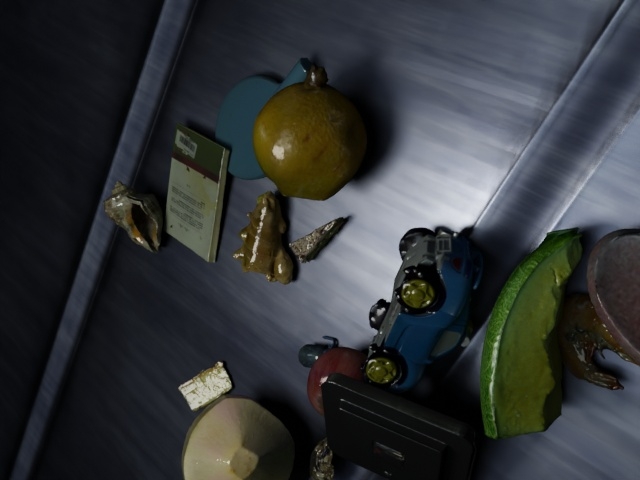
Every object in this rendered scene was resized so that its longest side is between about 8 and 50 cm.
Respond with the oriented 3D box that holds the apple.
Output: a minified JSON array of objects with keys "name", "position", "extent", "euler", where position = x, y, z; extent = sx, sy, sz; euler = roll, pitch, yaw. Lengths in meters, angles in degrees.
[{"name":"apple","position":[0.051,0.277,1.233],"extent":[0.153,0.120,0.153],"euler":[17,134,18]}]

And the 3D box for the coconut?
[{"name":"coconut","position":[-0.175,0.461,1.362],"extent":[0.259,0.259,0.259],"euler":[6,100,38]}]

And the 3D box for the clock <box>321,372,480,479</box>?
[{"name":"clock","position":[0.130,0.362,1.123],"extent":[0.279,0.049,0.273],"euler":[18,140,22]}]

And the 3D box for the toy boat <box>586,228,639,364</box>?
[{"name":"toy boat","position":[0.473,0.086,0.903],"extent":[0.155,0.085,0.227],"euler":[-37,74,11]}]

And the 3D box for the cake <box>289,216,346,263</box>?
[{"name":"cake","position":[0.000,0.000,1.293],"extent":[0.140,0.051,0.055],"euler":[-30,77,39]}]

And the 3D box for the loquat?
[{"name":"loquat","position":[-0.017,-0.203,1.183],"extent":[0.213,0.213,0.246],"euler":[28,123,33]}]

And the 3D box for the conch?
[{"name":"conch","position":[-0.461,-0.056,1.608],"extent":[0.207,0.130,0.155],"euler":[68,162,-9]}]

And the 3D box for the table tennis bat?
[{"name":"table tennis bat","position":[-0.121,-0.265,1.364],"extent":[0.329,0.044,0.215],"euler":[-39,70,38]}]

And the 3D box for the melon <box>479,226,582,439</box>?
[{"name":"melon","position":[0.321,0.135,0.983],"extent":[0.124,0.196,0.323],"euler":[8,94,24]}]

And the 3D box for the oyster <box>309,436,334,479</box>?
[{"name":"oyster","position":[0.004,0.458,1.329],"extent":[0.051,0.103,0.148],"euler":[7,122,-3]}]

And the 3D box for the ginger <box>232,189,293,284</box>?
[{"name":"ginger","position":[-0.125,-0.001,1.374],"extent":[0.115,0.081,0.205],"euler":[-7,93,34]}]

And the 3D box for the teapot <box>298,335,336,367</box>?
[{"name":"teapot","position":[0.000,0.238,1.336],"extent":[0.083,0.063,0.049],"euler":[-3,126,37]}]

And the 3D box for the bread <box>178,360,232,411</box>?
[{"name":"bread","position":[-0.273,0.355,1.544],"extent":[0.109,0.080,0.084],"euler":[-43,72,37]}]

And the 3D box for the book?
[{"name":"book","position":[-0.301,-0.114,1.521],"extent":[0.201,0.026,0.289],"euler":[30,119,35]}]

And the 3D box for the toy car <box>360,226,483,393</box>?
[{"name":"toy car","position":[0.177,0.133,1.099],"extent":[0.166,0.198,0.314],"euler":[22,115,2]}]

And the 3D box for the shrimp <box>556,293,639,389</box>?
[{"name":"shrimp","position":[0.435,0.162,0.973],"extent":[0.187,0.052,0.132],"euler":[41,132,36]}]
